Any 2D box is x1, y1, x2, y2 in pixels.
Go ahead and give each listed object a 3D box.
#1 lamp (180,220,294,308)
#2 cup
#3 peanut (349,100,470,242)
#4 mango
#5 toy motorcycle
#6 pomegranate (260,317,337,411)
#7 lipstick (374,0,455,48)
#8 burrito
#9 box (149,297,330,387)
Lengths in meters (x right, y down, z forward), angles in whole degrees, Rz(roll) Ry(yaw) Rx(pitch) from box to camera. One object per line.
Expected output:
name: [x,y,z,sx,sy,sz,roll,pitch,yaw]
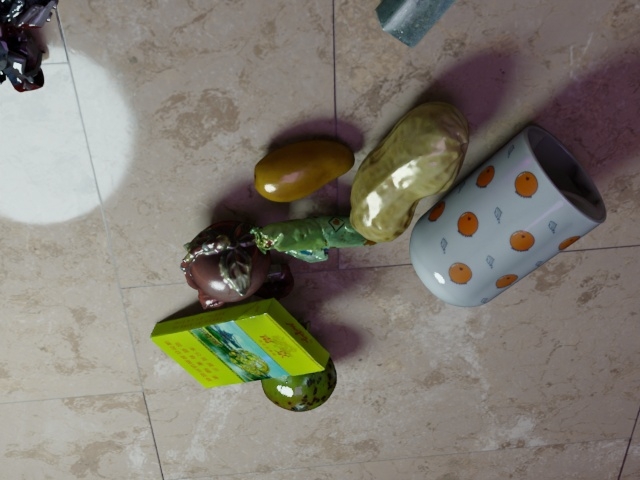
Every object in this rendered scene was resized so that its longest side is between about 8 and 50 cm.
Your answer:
lamp: [-0.154,0.041,1.925,0.215,0.151,0.223,-3,169,-7]
cup: [0.321,-0.028,1.859,0.212,0.212,0.317,31,123,-31]
peanut: [0.150,-0.116,1.806,0.147,0.147,0.305,25,127,-27]
mango: [-0.028,-0.126,1.811,0.184,0.085,0.102,-16,134,0]
toy motorcycle: [-0.463,-0.305,1.585,0.122,0.082,0.213,21,128,-23]
pomegranate: [-0.045,0.260,2.136,0.159,0.159,0.205,-3,109,-4]
lipstick: [0.202,-0.426,1.561,0.076,0.077,0.290,25,125,-27]
burrito: [0.000,0.000,1.907,0.288,0.054,0.104,-3,136,-31]
box: [-0.163,0.208,2.035,0.335,0.047,0.187,-15,130,39]
